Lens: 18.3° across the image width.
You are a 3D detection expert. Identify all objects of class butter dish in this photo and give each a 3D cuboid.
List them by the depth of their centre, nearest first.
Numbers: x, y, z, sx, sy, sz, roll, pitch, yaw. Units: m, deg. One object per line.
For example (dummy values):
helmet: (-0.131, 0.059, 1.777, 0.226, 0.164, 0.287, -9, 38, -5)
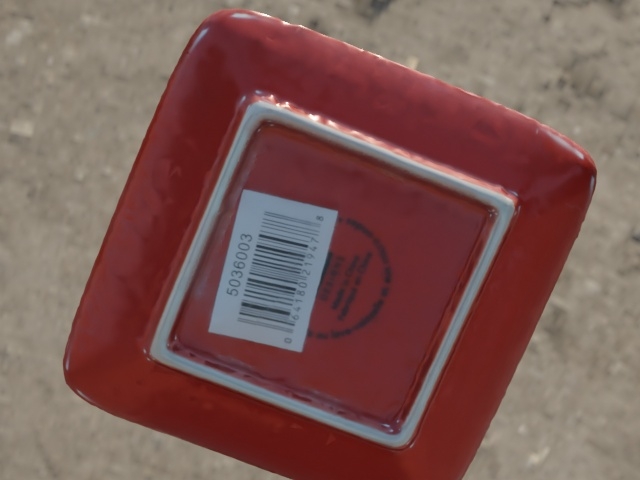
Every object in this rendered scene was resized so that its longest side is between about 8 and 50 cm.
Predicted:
butter dish: (0.000, 0.000, 0.761, 0.160, 0.160, 0.118, 21, 13, -9)
